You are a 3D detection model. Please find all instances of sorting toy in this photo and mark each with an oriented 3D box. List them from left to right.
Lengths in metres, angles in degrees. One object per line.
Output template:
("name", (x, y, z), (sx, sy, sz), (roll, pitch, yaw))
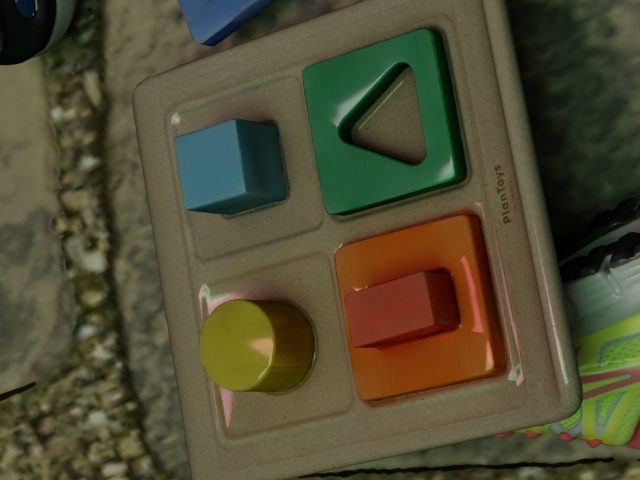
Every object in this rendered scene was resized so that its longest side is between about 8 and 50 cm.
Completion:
("sorting toy", (0.000, 0.000, 0.757), (0.196, 0.047, 0.347), (-17, 78, 34))

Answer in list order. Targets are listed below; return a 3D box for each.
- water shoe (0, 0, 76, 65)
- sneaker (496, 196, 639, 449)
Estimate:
("water shoe", (-0.193, -0.160, 0.847), (0.203, 0.080, 0.073), (44, 119, 7))
("sneaker", (0.097, 0.055, 0.785), (0.208, 0.081, 0.094), (-24, 108, 35))
